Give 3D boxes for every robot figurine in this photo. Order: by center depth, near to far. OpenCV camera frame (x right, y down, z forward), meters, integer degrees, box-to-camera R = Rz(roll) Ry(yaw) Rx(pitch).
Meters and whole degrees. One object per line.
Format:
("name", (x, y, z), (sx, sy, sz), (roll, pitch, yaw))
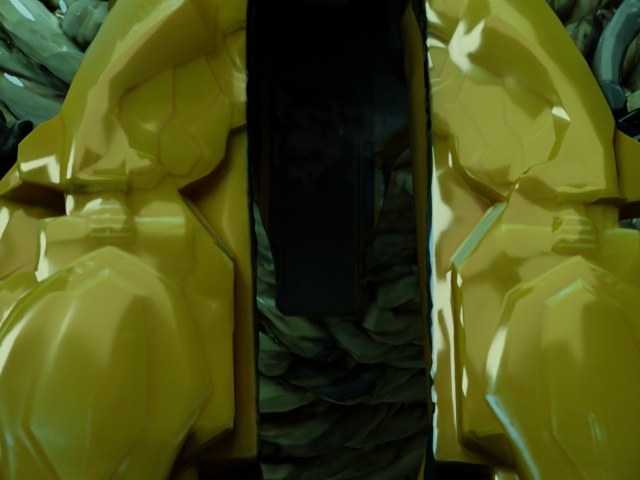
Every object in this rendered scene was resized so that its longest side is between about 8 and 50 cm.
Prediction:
("robot figurine", (0.000, 0.000, 0.421), (0.211, 0.085, 0.291), (2, 62, -5))

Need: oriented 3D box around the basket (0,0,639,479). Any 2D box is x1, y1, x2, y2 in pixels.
("basket", (-0.013, -0.002, 0.661), (0.213, 0.223, 0.299), (40, 31, 9))
